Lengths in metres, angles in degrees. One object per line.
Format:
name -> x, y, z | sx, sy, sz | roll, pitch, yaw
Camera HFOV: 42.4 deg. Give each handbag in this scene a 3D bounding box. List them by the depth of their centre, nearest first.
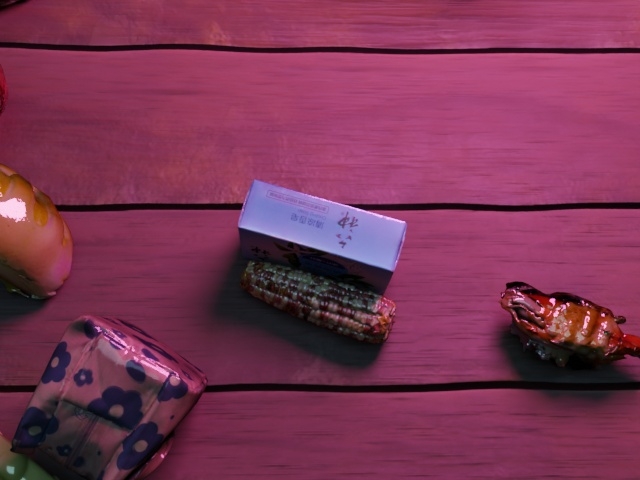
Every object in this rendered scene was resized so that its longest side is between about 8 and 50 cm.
handbag -> -0.269, 0.216, 1.080 | 0.190, 0.251, 0.193 | 34, 83, 1

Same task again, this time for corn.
corn -> -0.003, 0.085, 1.223 | 0.237, 0.079, 0.080 | 20, 72, 7

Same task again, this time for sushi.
sushi -> 0.364, 0.138, 1.209 | 0.226, 0.103, 0.097 | 18, 45, 6

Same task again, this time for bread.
bread -> -0.464, -0.034, 1.193 | 0.260, 0.156, 0.158 | 41, 69, -27

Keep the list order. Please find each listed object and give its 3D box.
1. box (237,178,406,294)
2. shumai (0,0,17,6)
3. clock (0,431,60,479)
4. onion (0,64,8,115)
box -> 0.000, 0.000, 1.212 | 0.232, 0.142, 0.083 | 15, 72, 2
shumai -> -0.586, -0.502, 1.321 | 0.260, 0.222, 0.225 | 14, 74, 7
clock -> -0.482, 0.399, 1.046 | 0.235, 0.096, 0.308 | 36, 57, 7
onion -> -0.599, -0.215, 1.233 | 0.252, 0.252, 0.219 | 13, 115, 2
